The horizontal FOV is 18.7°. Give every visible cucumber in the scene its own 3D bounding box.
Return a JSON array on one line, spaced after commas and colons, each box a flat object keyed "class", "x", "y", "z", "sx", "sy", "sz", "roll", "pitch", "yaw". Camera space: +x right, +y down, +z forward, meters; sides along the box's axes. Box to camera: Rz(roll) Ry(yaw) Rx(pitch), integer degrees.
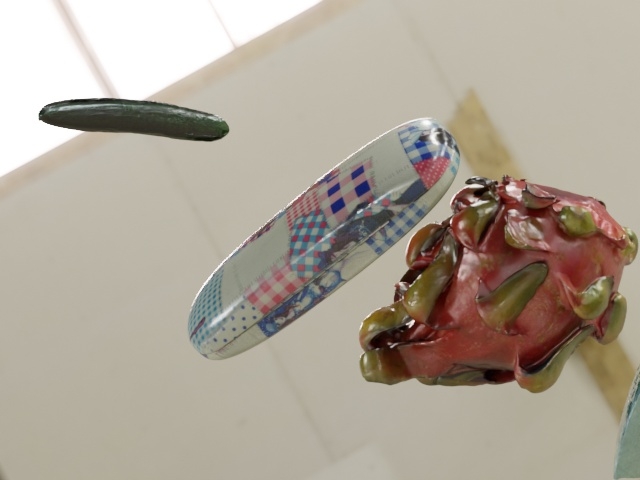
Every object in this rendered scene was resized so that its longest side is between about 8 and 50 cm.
[{"class": "cucumber", "x": -0.173, "y": -0.114, "z": 1.811, "sx": 0.184, "sy": 0.036, "sz": 0.033, "roll": 5, "pitch": 14, "yaw": -16}]

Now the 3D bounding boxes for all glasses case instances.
[{"class": "glasses case", "x": 0.000, "y": 0.000, "z": 1.893, "sx": 0.327, "sy": 0.076, "sz": 0.125, "roll": -39, "pitch": 22, "yaw": 13}]

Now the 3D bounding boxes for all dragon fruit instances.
[{"class": "dragon fruit", "x": 0.196, "y": 0.049, "z": 2.154, "sx": 0.307, "sy": 0.243, "sz": 0.227, "roll": 1, "pitch": -13, "yaw": 23}]

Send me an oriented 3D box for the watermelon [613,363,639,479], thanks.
[{"class": "watermelon", "x": 0.456, "y": 0.142, "z": 1.918, "sx": 0.387, "sy": 0.258, "sz": 0.228, "roll": -42, "pitch": -21, "yaw": -9}]
